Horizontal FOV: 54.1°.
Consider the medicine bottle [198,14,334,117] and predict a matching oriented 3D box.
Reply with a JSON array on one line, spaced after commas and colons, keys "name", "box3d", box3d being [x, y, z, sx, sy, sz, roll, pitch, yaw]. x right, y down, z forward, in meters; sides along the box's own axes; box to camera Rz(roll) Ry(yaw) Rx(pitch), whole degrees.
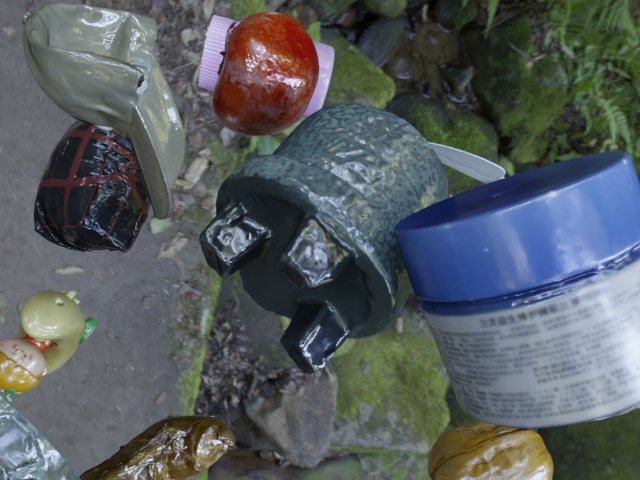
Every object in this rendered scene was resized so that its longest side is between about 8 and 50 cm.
[{"name": "medicine bottle", "box3d": [-0.127, -0.404, 1.464, 0.291, 0.178, 0.178, 13, 89, -8]}]

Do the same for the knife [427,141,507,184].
[{"name": "knife", "box3d": [0.304, -0.116, 1.144, 0.336, 0.081, 0.043, 19, 70, -30]}]

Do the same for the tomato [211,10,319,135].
[{"name": "tomato", "box3d": [-0.082, -0.247, 0.947, 0.152, 0.187, 0.187, 10, 90, -13]}]

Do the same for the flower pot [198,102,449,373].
[{"name": "flower pot", "box3d": [0.000, 0.000, 0.837, 0.299, 0.299, 0.283, 54, 53, -20]}]

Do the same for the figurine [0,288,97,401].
[{"name": "figurine", "box3d": [-0.551, 0.197, 1.213, 0.124, 0.324, 0.222, 39, 64, -6]}]

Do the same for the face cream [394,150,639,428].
[{"name": "face cream", "box3d": [0.228, 0.049, 0.666, 0.249, 0.249, 0.225, -21, 96, -23]}]

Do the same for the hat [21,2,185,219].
[{"name": "hat", "box3d": [-0.193, -0.110, 0.569, 0.144, 0.166, 0.173, 10, 118, -13]}]

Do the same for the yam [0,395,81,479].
[{"name": "yam", "box3d": [-0.337, 0.268, 0.506, 0.271, 0.203, 0.201, -48, 122, -31]}]

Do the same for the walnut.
[{"name": "walnut", "box3d": [0.252, 0.335, 0.919, 0.180, 0.144, 0.144, -17, 102, -13]}]

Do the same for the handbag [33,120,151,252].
[{"name": "handbag", "box3d": [-0.331, -0.090, 0.955, 0.155, 0.169, 0.215, 32, 65, -45]}]

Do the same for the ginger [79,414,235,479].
[{"name": "ginger", "box3d": [-0.267, 0.341, 0.887, 0.309, 0.133, 0.107, -26, 96, -38]}]
